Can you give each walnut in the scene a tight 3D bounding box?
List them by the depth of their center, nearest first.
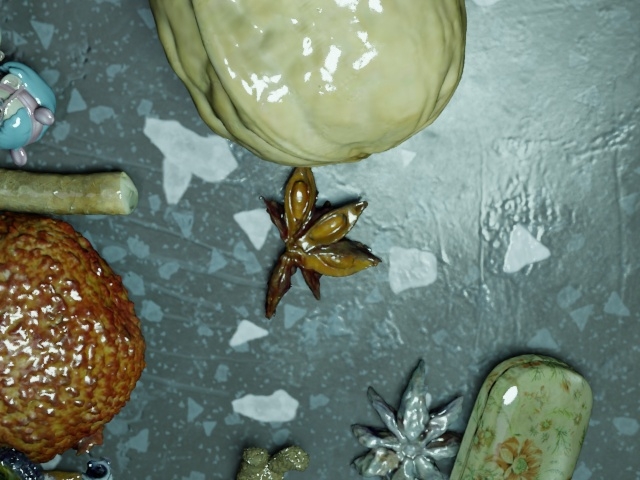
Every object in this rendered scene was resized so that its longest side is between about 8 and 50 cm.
[{"bbox_3d":[-0.013,-0.258,1.484,0.381,0.381,0.381,0,103,2],"label":"walnut"}]

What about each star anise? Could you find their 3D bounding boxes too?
[{"bbox_3d":[0.000,0.001,1.679,0.157,0.053,0.212,0,102,2],"label":"star anise"},{"bbox_3d":[0.126,0.271,1.735,0.181,0.061,0.204,31,102,-5],"label":"star anise"}]

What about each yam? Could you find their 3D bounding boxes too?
[{"bbox_3d":[-0.383,-0.065,1.673,0.300,0.066,0.066,4,103,0],"label":"yam"}]

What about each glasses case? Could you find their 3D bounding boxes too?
[{"bbox_3d":[0.236,0.351,1.721,0.157,0.098,0.425,9,105,-24],"label":"glasses case"}]

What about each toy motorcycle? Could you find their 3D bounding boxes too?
[{"bbox_3d":[-0.328,0.343,1.585,0.207,0.134,0.401,36,138,8],"label":"toy motorcycle"}]

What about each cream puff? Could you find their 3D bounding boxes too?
[{"bbox_3d":[-0.385,0.131,1.637,0.351,0.228,0.350,1,106,2],"label":"cream puff"}]

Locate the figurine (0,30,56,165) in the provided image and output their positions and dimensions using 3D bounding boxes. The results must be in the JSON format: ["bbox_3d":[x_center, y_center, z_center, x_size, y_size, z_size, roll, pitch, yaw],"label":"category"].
[{"bbox_3d":[-0.425,-0.224,1.607,0.260,0.103,0.205,41,126,-3],"label":"figurine"}]

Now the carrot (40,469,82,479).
[{"bbox_3d":[-0.414,0.350,1.768,0.205,0.072,0.072,-20,102,4],"label":"carrot"}]

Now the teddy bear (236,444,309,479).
[{"bbox_3d":[-0.082,0.323,1.753,0.119,0.078,0.160,4,122,-21],"label":"teddy bear"}]
